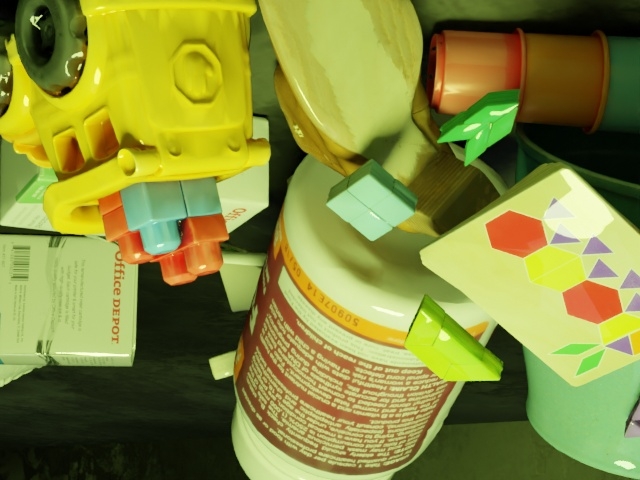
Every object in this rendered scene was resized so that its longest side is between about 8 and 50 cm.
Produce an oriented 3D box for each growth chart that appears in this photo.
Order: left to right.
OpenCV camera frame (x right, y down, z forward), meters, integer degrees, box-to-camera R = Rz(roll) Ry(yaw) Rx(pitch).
[{"bbox_3d":[-0.162,-0.003,1.402,0.172,0.021,0.237,1,-169,-43],"label":"growth chart"}]

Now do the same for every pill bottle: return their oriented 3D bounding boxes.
[{"bbox_3d":[0.037,0.094,1.312,0.224,0.224,0.392,4,141,-14],"label":"pill bottle"}]

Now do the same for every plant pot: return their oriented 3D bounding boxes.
[{"bbox_3d":[0.275,0.045,1.091,0.271,0.255,0.271,5,-160,-2],"label":"plant pot"}]

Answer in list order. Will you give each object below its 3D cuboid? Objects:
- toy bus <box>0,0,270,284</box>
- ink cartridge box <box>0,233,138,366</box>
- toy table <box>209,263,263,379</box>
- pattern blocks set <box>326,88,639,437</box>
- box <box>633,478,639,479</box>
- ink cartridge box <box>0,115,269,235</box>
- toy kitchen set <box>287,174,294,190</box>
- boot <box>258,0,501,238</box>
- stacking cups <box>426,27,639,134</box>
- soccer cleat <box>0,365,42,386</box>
[{"bbox_3d":[-0.137,-0.069,0.930,0.149,0.211,0.220,-10,176,-41],"label":"toy bus"},{"bbox_3d":[-0.322,0.074,1.618,0.203,0.148,0.086,3,164,-7],"label":"ink cartridge box"},{"bbox_3d":[-0.017,0.122,1.658,0.161,0.252,0.274,-18,165,18],"label":"toy table"},{"bbox_3d":[0.176,0.028,0.923,0.285,0.026,0.325,-23,123,35],"label":"pattern blocks set"},{"bbox_3d":[0.475,0.180,1.374,0.212,0.293,0.395,-9,-155,29],"label":"box"},{"bbox_3d":[-0.170,-0.063,1.219,0.212,0.093,0.154,5,164,-26],"label":"ink cartridge box"},{"bbox_3d":[-0.003,-0.022,1.412,0.083,0.068,0.075,7,164,-21],"label":"toy kitchen set"},{"bbox_3d":[0.007,-0.116,0.991,0.295,0.104,0.211,53,169,-30],"label":"boot"},{"bbox_3d":[0.241,-0.126,1.023,0.316,0.096,0.096,6,164,-4],"label":"stacking cups"},{"bbox_3d":[-0.456,0.156,1.841,0.116,0.143,0.331,-10,162,33],"label":"soccer cleat"}]
